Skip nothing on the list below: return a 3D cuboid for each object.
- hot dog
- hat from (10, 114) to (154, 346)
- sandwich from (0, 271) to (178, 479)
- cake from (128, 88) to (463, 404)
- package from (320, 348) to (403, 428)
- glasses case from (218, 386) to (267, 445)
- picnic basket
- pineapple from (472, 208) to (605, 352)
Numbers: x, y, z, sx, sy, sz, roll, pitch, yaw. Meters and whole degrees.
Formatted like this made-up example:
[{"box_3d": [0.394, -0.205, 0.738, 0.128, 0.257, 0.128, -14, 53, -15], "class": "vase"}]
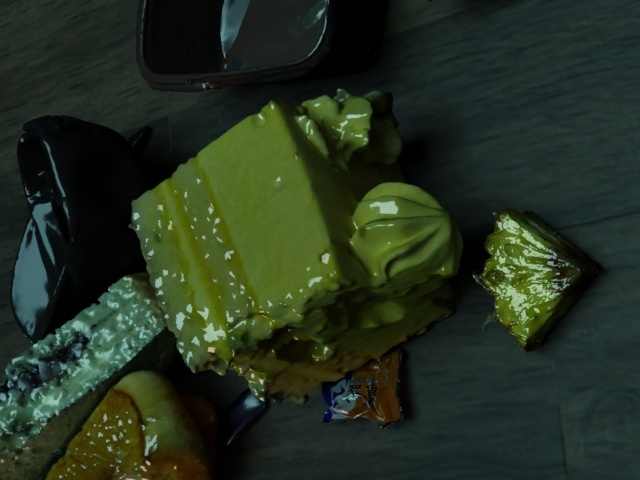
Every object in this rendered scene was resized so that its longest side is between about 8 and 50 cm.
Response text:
[{"box_3d": [-0.207, 0.267, 1.407, 0.256, 0.153, 0.150, -52, 52, 22], "class": "hot dog"}, {"box_3d": [-0.264, 0.001, 1.510, 0.238, 0.209, 0.336, 40, 128, 55], "class": "hat"}, {"box_3d": [-0.298, 0.170, 1.401, 0.099, 0.254, 0.288, 53, 128, 28], "class": "sandwich"}, {"box_3d": [0.000, 0.000, 1.223, 0.286, 0.222, 0.227, -34, 63, 22], "class": "cake"}, {"box_3d": [0.045, 0.161, 1.289, 0.111, 0.033, 0.077, -17, 46, 33], "class": "package"}, {"box_3d": [-0.093, 0.200, 1.403, 0.083, 0.023, 0.033, -49, 53, 25], "class": "glasses case"}, {"box_3d": [-0.061, -0.266, 1.371, 0.297, 0.129, 0.222, 0, 83, 39], "class": "picnic basket"}, {"box_3d": [0.208, 0.036, 1.156, 0.116, 0.069, 0.137, -6, 89, 34], "class": "pineapple"}]
